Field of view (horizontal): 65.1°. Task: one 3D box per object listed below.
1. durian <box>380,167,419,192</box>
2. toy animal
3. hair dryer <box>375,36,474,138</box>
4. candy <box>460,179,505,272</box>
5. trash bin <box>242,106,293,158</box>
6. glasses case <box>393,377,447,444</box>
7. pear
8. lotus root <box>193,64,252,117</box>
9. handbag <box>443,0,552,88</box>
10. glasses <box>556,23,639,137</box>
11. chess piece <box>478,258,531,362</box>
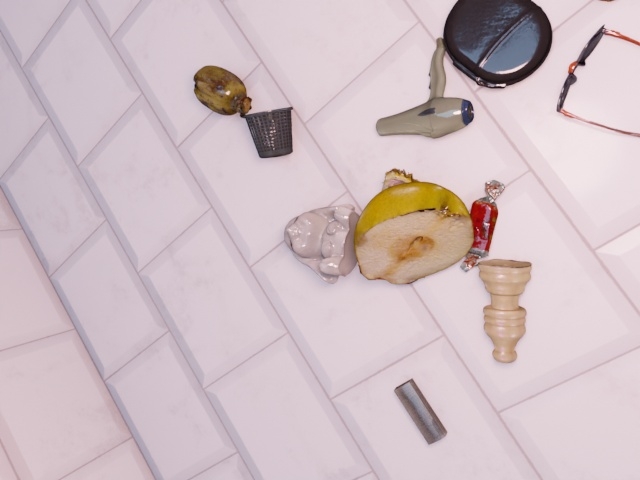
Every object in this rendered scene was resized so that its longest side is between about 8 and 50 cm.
[{"bbox_3d":[0.238,-0.140,1.607,0.141,0.078,0.224,22,130,-7],"label":"durian"},{"bbox_3d":[0.000,0.000,1.677,0.265,0.206,0.271,8,84,33],"label":"toy animal"},{"bbox_3d":[0.297,-0.429,1.549,0.296,0.119,0.298,-25,69,29],"label":"hair dryer"},{"bbox_3d":[0.482,-0.039,1.507,0.086,0.059,0.291,16,101,25],"label":"candy"},{"bbox_3d":[-0.169,-0.367,1.731,0.176,0.175,0.160,-3,104,26],"label":"trash bin"},{"bbox_3d":[0.328,0.563,1.652,0.071,0.047,0.204,-37,79,23],"label":"glasses case"},{"bbox_3d":[0.265,-0.043,1.501,0.386,0.341,0.191,130,147,-47],"label":"pear"},{"bbox_3d":[-0.339,-0.527,1.801,0.278,0.154,0.154,33,108,21],"label":"lotus root"},{"bbox_3d":[0.492,-0.578,1.416,0.308,0.093,0.253,46,106,14],"label":"handbag"},{"bbox_3d":[0.775,-0.402,1.297,0.269,0.118,0.234,30,106,20],"label":"glasses"},{"bbox_3d":[0.538,0.214,1.480,0.124,0.139,0.306,13,107,57],"label":"chess piece"}]
